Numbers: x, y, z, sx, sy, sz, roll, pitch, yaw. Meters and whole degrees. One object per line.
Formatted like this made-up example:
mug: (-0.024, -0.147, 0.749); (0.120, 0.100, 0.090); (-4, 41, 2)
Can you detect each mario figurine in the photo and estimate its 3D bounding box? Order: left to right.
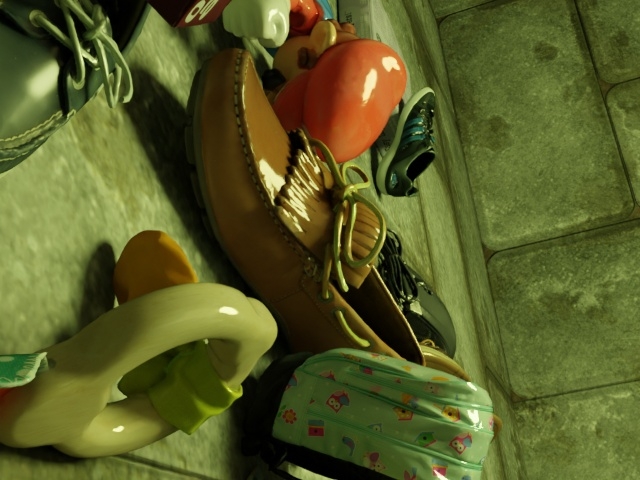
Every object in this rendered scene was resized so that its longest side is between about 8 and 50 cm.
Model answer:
mario figurine: (-0.043, -0.198, 0.846); (0.198, 0.170, 0.321); (8, 45, -34)

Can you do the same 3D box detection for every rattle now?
rattle: (-0.128, 0.037, 0.428); (0.199, 0.130, 0.143); (1, 62, -46)

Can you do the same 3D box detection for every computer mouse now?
computer mouse: (0.155, 0.106, 1.260); (0.188, 0.072, 0.272); (-104, 171, -49)

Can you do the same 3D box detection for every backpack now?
backpack: (0.047, 0.151, 0.680); (0.152, 0.182, 0.115); (19, 84, -67)

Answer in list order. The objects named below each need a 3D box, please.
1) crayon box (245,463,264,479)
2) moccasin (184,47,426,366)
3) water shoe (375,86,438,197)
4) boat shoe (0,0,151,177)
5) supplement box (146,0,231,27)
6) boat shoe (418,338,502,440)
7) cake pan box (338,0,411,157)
crayon box: (0.005, 0.340, 0.584); (0.203, 0.083, 0.323); (-35, 109, -73)
moccasin: (0.000, 0.002, 0.734); (0.139, 0.147, 0.380); (-77, 149, -54)
water shoe: (0.166, -0.160, 1.400); (0.073, 0.080, 0.203); (41, 70, -55)
boat shoe: (-0.146, -0.116, 0.466); (0.254, 0.079, 0.095); (-78, 148, -58)
supplement box: (-0.111, -0.247, 0.447); (0.239, 0.130, 0.073); (45, 21, -5)
boat shoe: (0.146, 0.206, 1.162); (0.123, 0.123, 0.342); (50, 6, 39)
cake pan box: (0.106, -0.298, 1.492); (0.267, 0.070, 0.246); (56, 27, -49)
